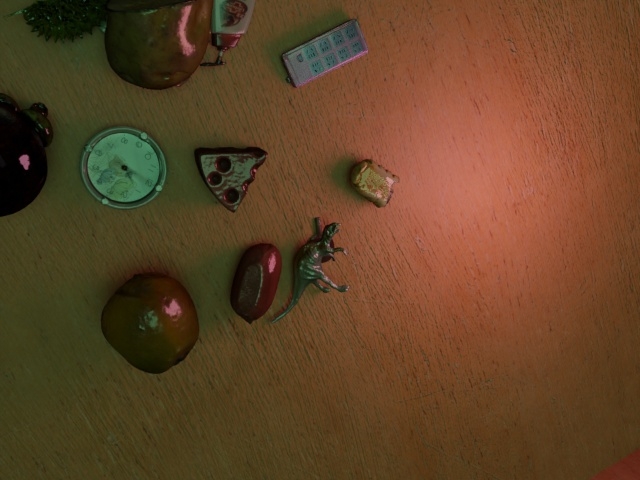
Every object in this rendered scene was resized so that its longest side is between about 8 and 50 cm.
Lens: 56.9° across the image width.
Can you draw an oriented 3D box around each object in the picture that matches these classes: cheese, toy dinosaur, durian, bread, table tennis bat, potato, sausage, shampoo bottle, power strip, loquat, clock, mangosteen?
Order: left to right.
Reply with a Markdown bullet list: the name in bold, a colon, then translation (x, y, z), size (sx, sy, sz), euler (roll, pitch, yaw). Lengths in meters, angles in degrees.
- **mangosteen**: translation (-0.832, -0.225, 1.485), size (0.306, 0.359, 0.306), euler (4, 132, 4)
- **durian**: translation (-0.616, -0.657, 1.502), size (0.169, 0.157, 0.355), euler (29, 86, 15)
- **clock**: translation (-0.555, -0.206, 1.672), size (0.236, 0.053, 0.236), euler (-4, 104, -18)
- **loquat**: translation (-0.478, 0.232, 1.699), size (0.276, 0.276, 0.284), euler (-37, 96, -5)
- **potato**: translation (-0.410, -0.519, 1.547), size (0.288, 0.301, 0.237), euler (2, 124, 10)
- **shampoo bottle**: translation (-0.265, -0.619, 1.637), size (0.153, 0.071, 0.284), euler (4, 104, -33)
- **cheese**: translation (-0.265, -0.180, 1.741), size (0.202, 0.128, 0.177), euler (-4, 108, -21)
- **sausage**: translation (-0.203, 0.132, 1.835), size (0.148, 0.148, 0.254), euler (8, 100, -20)
- **toy dinosaur**: translation (-0.028, 0.121, 1.915), size (0.393, 0.092, 0.205), euler (-42, 112, 15)
- **table tennis bat**: translation (0.000, 0.000, 1.932), size (0.087, 0.013, 0.156), euler (-12, 110, -11)
- **power strip**: translation (0.014, -0.560, 1.767), size (0.279, 0.037, 0.109), euler (-29, 112, -8)
- **bread**: translation (0.173, -0.186, 1.896), size (0.177, 0.084, 0.119), euler (33, 91, -22)

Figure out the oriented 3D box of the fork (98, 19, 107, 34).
- **fork**: translation (-0.614, -0.611, 1.555), size (0.034, 0.028, 0.219), euler (-44, 113, 2)
